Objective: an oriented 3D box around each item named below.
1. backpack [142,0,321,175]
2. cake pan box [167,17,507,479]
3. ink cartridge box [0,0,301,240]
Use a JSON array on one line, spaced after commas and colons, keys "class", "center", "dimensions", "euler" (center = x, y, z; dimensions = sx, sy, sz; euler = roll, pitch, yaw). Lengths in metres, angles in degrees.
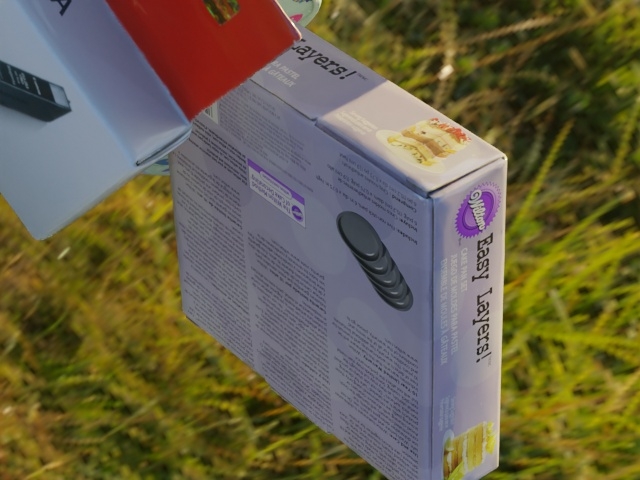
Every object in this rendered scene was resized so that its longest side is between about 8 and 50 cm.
[{"class": "backpack", "center": [-0.129, -0.167, 1.434], "dimensions": [0.225, 0.253, 0.191], "euler": [11, 56, -42]}, {"class": "cake pan box", "center": [0.000, 0.000, 1.213], "dimensions": [0.070, 0.245, 0.267], "euler": [-27, 43, -30]}, {"class": "ink cartridge box", "center": [-0.164, -0.160, 1.098], "dimensions": [0.060, 0.239, 0.275], "euler": [-37, 93, -38]}]
